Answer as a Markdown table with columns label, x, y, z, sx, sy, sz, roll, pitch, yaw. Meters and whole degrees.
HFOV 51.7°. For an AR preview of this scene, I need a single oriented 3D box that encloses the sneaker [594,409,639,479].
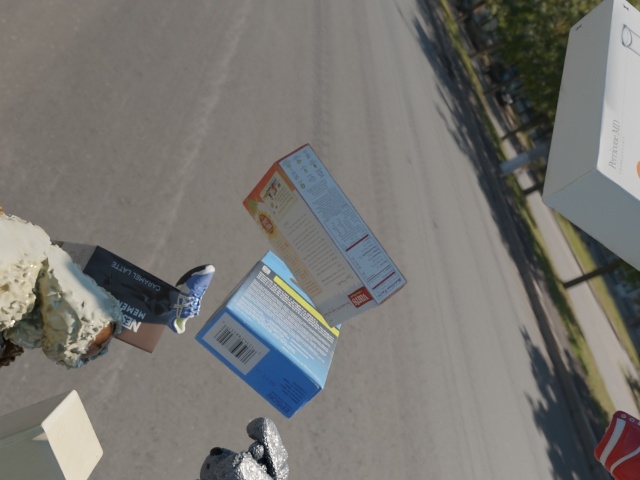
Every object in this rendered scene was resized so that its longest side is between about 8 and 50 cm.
| label | x | y | z | sx | sy | sz | roll | pitch | yaw |
| --- | --- | --- | --- | --- | --- | --- | --- | --- | --- |
| sneaker | 0.270 | 0.154 | 0.514 | 0.067 | 0.118 | 0.042 | 44 | -31 | 54 |

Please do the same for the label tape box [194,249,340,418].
| label | x | y | z | sx | sy | sz | roll | pitch | yaw |
| --- | --- | --- | --- | --- | --- | --- | --- | --- | --- |
| label tape box | -0.089 | 0.180 | 1.370 | 0.240 | 0.106 | 0.334 | 42 | 18 | -4 |

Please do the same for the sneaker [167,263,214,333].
| label | x | y | z | sx | sy | sz | roll | pitch | yaw |
| --- | --- | --- | --- | --- | --- | --- | --- | --- | --- |
| sneaker | -0.307 | 0.136 | 1.571 | 0.081 | 0.211 | 0.080 | 52 | 31 | 19 |

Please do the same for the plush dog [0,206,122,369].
| label | x | y | z | sx | sy | sz | roll | pitch | yaw |
| --- | --- | --- | --- | --- | --- | --- | --- | --- | --- |
| plush dog | -0.373 | 0.070 | 0.661 | 0.211 | 0.225 | 0.262 | 57 | 18 | 18 |

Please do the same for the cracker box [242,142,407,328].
| label | x | y | z | sx | sy | sz | roll | pitch | yaw |
| --- | --- | --- | --- | --- | --- | --- | --- | --- | --- |
| cracker box | 0.000 | 0.000 | 0.927 | 0.067 | 0.155 | 0.232 | -34 | 88 | -29 |

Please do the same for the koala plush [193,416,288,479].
| label | x | y | z | sx | sy | sz | roll | pitch | yaw |
| --- | --- | --- | --- | --- | --- | --- | --- | --- | --- |
| koala plush | -0.204 | 0.562 | 1.586 | 0.203 | 0.221 | 0.196 | 65 | 32 | -14 |

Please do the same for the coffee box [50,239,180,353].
| label | x | y | z | sx | sy | sz | roll | pitch | yaw |
| --- | --- | --- | --- | --- | --- | --- | --- | --- | --- |
| coffee box | -0.329 | 0.075 | 0.961 | 0.141 | 0.246 | 0.098 | 33 | 72 | -33 |

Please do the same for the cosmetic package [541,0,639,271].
| label | x | y | z | sx | sy | sz | roll | pitch | yaw |
| --- | --- | --- | --- | --- | --- | --- | --- | --- | --- |
| cosmetic package | 0.462 | -0.133 | 0.915 | 0.284 | 0.097 | 0.377 | 30 | 54 | -12 |

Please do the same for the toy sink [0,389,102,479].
| label | x | y | z | sx | sy | sz | roll | pitch | yaw |
| --- | --- | --- | --- | --- | --- | --- | --- | --- | --- |
| toy sink | -0.481 | 0.350 | 1.010 | 0.153 | 0.234 | 0.131 | -121 | -170 | -83 |
